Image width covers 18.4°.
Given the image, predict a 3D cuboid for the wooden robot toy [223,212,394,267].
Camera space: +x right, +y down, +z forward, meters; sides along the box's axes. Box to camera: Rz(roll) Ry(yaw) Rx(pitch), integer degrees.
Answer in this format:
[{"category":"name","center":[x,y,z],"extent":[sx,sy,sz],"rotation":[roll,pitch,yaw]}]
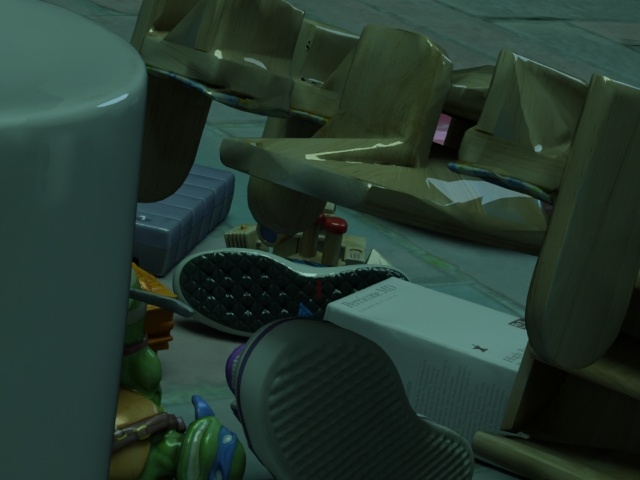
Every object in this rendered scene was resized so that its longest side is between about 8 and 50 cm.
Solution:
[{"category":"wooden robot toy","center":[-0.023,0.018,1.728],"extent":[0.173,0.076,0.079],"rotation":[20,32,31]}]

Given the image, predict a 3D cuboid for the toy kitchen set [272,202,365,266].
[{"category":"toy kitchen set","center":[0.000,0.000,1.786],"extent":[0.083,0.068,0.075],"rotation":[9,18,-1]}]

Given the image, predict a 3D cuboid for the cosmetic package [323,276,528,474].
[{"category":"cosmetic package","center":[0.121,0.105,1.499],"extent":[0.231,0.085,0.117],"rotation":[19,19,24]}]

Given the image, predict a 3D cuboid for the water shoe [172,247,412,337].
[{"category":"water shoe","center":[-0.025,0.051,1.650],"extent":[0.203,0.073,0.080],"rotation":[6,-9,-8]}]

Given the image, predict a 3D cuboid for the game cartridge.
[{"category":"game cartridge","center":[-0.277,-0.059,1.851],"extent":[0.355,0.068,0.230],"rotation":[12,22,10]}]

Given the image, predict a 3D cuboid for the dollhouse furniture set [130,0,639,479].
[{"category":"dollhouse furniture set","center":[0.107,0.026,1.205],"extent":[0.362,0.256,0.394],"rotation":[20,5,44]}]

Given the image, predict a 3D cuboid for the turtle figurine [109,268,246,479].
[{"category":"turtle figurine","center":[-0.186,0.100,1.180],"extent":[0.266,0.198,0.275],"rotation":[9,14,11]}]

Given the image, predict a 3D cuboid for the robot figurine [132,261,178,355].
[{"category":"robot figurine","center":[-0.259,0.024,1.557],"extent":[0.211,0.085,0.291],"rotation":[-7,25,-42]}]

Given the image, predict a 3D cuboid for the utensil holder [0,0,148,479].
[{"category":"utensil holder","center":[-0.249,0.089,0.870],"extent":[0.327,0.385,0.327],"rotation":[8,19,-3]}]

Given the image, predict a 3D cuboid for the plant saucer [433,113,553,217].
[{"category":"plant saucer","center":[0.175,-0.077,2.090],"extent":[0.332,0.084,0.332],"rotation":[9,18,-3]}]

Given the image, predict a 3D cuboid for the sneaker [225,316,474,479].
[{"category":"sneaker","center":[-0.021,0.105,1.261],"extent":[0.161,0.102,0.282],"rotation":[28,-11,31]}]
